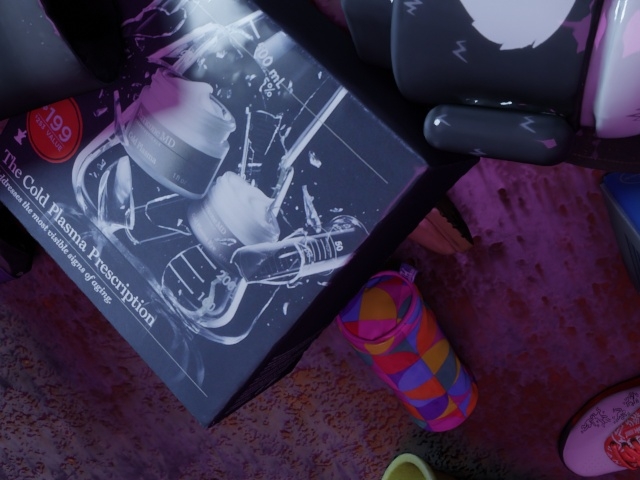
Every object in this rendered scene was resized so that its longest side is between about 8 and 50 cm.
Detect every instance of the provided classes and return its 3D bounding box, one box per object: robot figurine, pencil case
[{"bbox_3d":[0.159,-0.177,0.569,0.278,0.173,0.209,15,112,21],"label":"robot figurine"},{"bbox_3d":[0.101,0.125,0.827,0.104,0.104,0.236,-21,133,15],"label":"pencil case"}]

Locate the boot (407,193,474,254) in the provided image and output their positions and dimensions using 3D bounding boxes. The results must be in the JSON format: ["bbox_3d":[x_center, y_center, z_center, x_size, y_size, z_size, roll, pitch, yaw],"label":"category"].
[{"bbox_3d":[0.000,0.000,0.832,0.236,0.089,0.269,44,113,-6],"label":"boot"}]

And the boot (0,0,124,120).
[{"bbox_3d":[-0.359,-0.091,0.651,0.445,0.146,0.367,-19,106,16],"label":"boot"}]

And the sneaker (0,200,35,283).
[{"bbox_3d":[-0.420,-0.076,0.844,0.124,0.107,0.283,-15,117,-1],"label":"sneaker"}]

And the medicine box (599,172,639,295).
[{"bbox_3d":[0.450,-0.001,0.678,0.289,0.263,0.149,-20,111,14],"label":"medicine box"}]

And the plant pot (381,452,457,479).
[{"bbox_3d":[0.213,0.424,0.913,0.253,0.276,0.276,11,115,-11],"label":"plant pot"}]

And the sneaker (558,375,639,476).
[{"bbox_3d":[0.401,0.226,0.849,0.270,0.145,0.090,-39,104,20],"label":"sneaker"}]

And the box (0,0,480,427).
[{"bbox_3d":[-0.092,-0.071,0.692,0.343,0.179,0.312,44,112,12],"label":"box"}]

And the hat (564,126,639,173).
[{"bbox_3d":[0.287,-0.218,0.673,0.331,0.134,0.331,7,108,22],"label":"hat"}]
